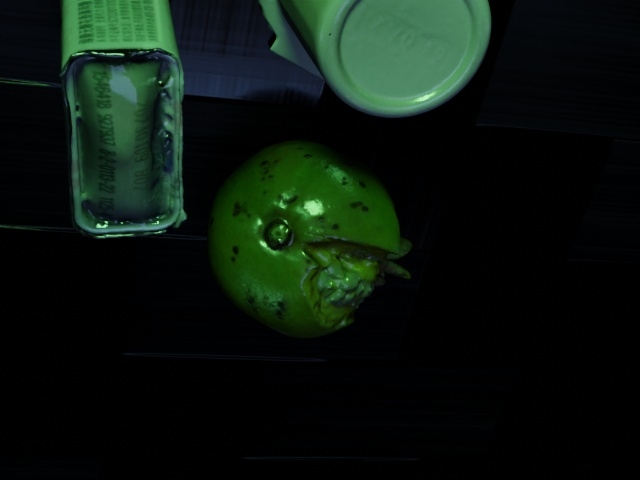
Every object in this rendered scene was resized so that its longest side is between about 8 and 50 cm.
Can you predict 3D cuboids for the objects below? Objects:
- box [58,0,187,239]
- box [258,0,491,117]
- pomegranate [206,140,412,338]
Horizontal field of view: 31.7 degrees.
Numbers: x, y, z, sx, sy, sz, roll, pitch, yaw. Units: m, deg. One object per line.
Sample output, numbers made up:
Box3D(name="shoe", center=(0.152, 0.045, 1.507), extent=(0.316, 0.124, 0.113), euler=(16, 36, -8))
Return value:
Box3D(name="box", center=(-0.192, -0.177, 1.075), extent=(0.112, 0.369, 0.190), euler=(-5, 128, -11))
Box3D(name="box", center=(0.063, -0.230, 1.199), extent=(0.263, 0.206, 0.291), euler=(-11, 125, -5))
Box3D(name="pomegranate", center=(0.000, 0.000, 1.373), extent=(0.236, 0.236, 0.302), euler=(-44, 157, 19))
